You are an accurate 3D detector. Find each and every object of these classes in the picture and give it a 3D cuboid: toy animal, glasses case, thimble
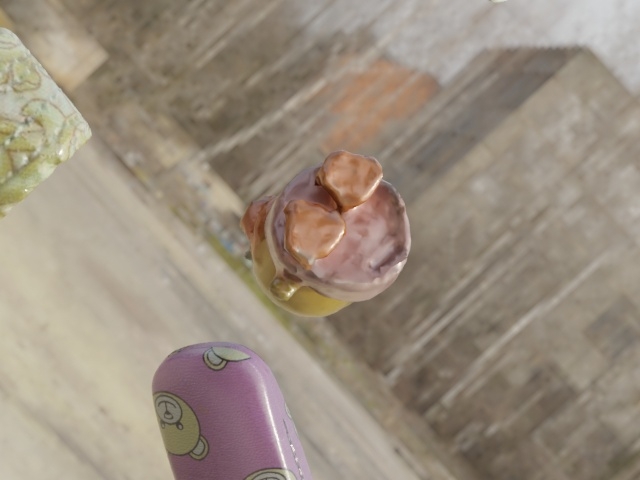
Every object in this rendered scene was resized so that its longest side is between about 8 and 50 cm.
[{"bbox_3d":[0.003,0.003,1.934,0.169,0.195,0.281,40,-19,-9],"label":"toy animal"},{"bbox_3d":[-0.068,0.242,1.637,0.076,0.123,0.316,-53,130,-60],"label":"glasses case"},{"bbox_3d":[-0.333,-0.099,1.680,0.143,0.190,0.137,47,18,-11],"label":"thimble"}]

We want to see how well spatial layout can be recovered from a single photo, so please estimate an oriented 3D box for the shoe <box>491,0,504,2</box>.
[{"bbox_3d":[0.214,-0.372,1.513,0.131,0.363,0.160,0,46,-53],"label":"shoe"}]
